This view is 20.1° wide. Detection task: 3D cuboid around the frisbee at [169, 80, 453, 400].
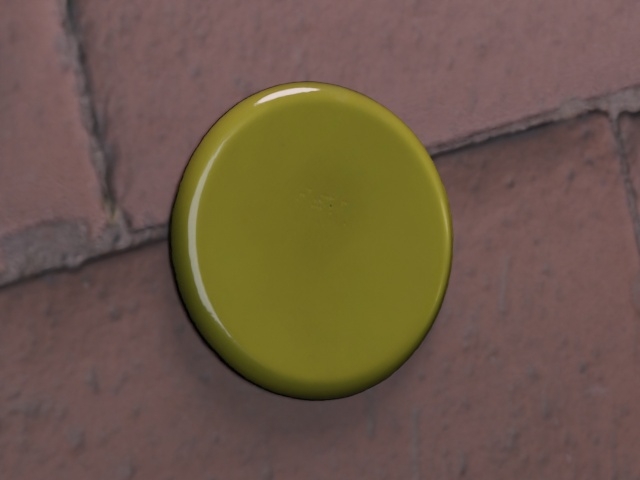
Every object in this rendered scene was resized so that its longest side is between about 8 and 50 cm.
[{"bbox_3d":[0.000,0.000,1.318,0.236,0.017,0.236,1,88,-29],"label":"frisbee"}]
